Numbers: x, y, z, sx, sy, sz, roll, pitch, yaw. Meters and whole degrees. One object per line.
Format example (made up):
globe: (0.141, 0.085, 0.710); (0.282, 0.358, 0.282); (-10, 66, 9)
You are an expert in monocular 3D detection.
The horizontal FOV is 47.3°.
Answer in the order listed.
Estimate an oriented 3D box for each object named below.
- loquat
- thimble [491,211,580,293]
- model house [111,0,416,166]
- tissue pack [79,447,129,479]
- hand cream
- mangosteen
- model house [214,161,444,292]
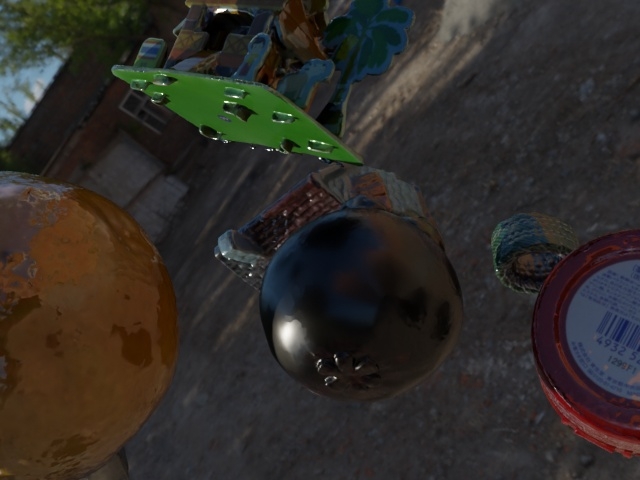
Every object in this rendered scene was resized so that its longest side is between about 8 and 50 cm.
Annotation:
loquat: (-0.295, 0.089, 0.701); (0.328, 0.329, 0.328); (-51, 16, 20)
thimble: (0.342, 0.019, 1.159); (0.090, 0.135, 0.118); (-84, -5, -45)
model house: (-0.060, -0.298, 1.023); (0.358, 0.243, 0.312); (17, 84, 40)
tissue pack: (-0.421, 0.235, 1.193); (0.123, 0.244, 0.332); (-24, 30, -13)
hand cream: (0.333, 0.109, 0.761); (0.230, 0.230, 0.149); (-58, -28, -5)
mangosteen: (0.058, 0.072, 1.052); (0.297, 0.297, 0.313); (-33, 49, 57)
model house: (0.000, 0.000, 1.477); (0.360, 0.339, 0.297); (-34, 54, 35)
